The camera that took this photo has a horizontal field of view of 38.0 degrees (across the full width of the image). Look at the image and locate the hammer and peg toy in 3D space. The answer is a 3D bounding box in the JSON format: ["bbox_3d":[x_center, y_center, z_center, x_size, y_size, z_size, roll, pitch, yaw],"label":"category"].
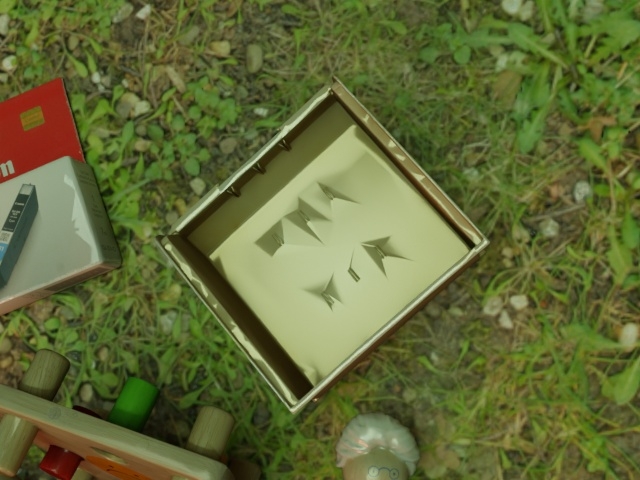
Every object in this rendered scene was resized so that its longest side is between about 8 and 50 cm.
[{"bbox_3d":[-0.242,0.220,0.978,0.361,0.266,0.127,16,64,14],"label":"hammer and peg toy"}]

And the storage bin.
[{"bbox_3d":[0.000,0.000,1.010,0.262,0.123,0.260,-42,77,4],"label":"storage bin"}]

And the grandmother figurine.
[{"bbox_3d":[0.051,0.349,0.953,0.207,0.104,0.343,10,78,-25],"label":"grandmother figurine"}]

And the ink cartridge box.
[{"bbox_3d":[-0.420,-0.038,1.135,0.296,0.066,0.261,-22,80,8],"label":"ink cartridge box"}]
